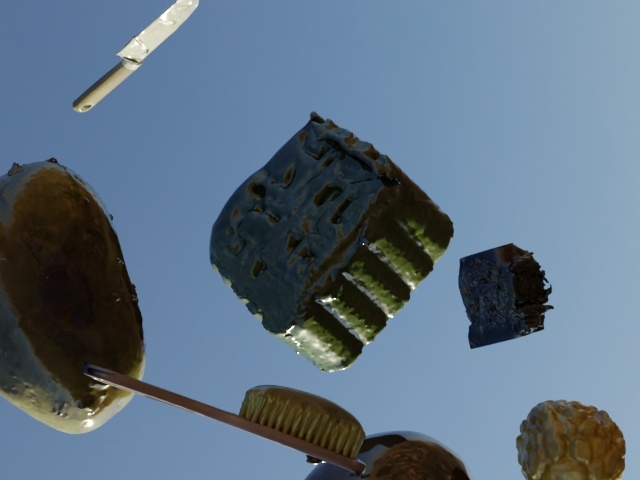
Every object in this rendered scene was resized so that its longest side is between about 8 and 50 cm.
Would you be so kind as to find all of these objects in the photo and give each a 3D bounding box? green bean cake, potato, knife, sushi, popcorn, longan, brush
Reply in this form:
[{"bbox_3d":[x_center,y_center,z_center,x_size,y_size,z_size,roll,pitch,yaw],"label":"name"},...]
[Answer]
[{"bbox_3d":[0.000,0.000,2.116,0.218,0.319,0.335,40,178,-38],"label":"green bean cake"},{"bbox_3d":[-0.303,0.067,1.508,0.210,0.173,0.307,-25,-82,-22],"label":"potato"},{"bbox_3d":[-0.230,-0.230,1.681,0.047,0.298,0.017,9,-119,-40],"label":"knife"},{"bbox_3d":[0.167,0.046,1.219,0.056,0.084,0.083,-13,-95,-31],"label":"sushi"},{"bbox_3d":[0.340,0.301,1.889,0.170,0.180,0.180,50,-146,-31],"label":"popcorn"},{"bbox_3d":[0.090,0.412,1.834,0.288,0.288,0.350,-75,-20,-47],"label":"longan"},{"bbox_3d":[-0.088,0.162,1.382,0.312,0.072,0.067,21,-102,-17],"label":"brush"}]
